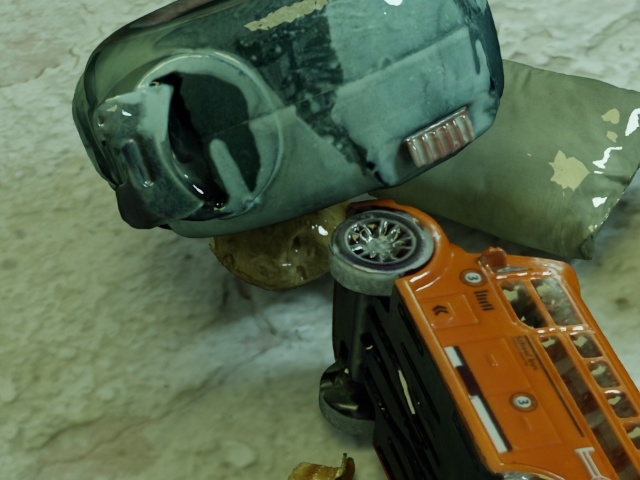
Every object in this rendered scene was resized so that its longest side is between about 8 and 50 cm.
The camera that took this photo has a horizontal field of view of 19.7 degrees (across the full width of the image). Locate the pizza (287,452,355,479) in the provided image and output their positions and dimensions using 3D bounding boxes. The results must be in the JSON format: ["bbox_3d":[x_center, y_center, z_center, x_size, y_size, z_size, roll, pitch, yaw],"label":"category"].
[{"bbox_3d":[-0.015,0.154,1.106,0.083,0.016,0.037,-28,47,-10],"label":"pizza"}]

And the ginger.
[{"bbox_3d":[-0.005,0.003,1.218,0.165,0.067,0.096,12,26,24],"label":"ginger"}]

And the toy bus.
[{"bbox_3d":[0.104,0.114,1.033,0.153,0.143,0.329,-9,41,-16],"label":"toy bus"}]

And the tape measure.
[{"bbox_3d":[-0.022,-0.094,1.147,0.275,0.147,0.256,-23,13,-12],"label":"tape measure"}]

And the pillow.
[{"bbox_3d":[0.135,-0.060,1.247,0.181,0.078,0.134,16,57,26],"label":"pillow"}]
